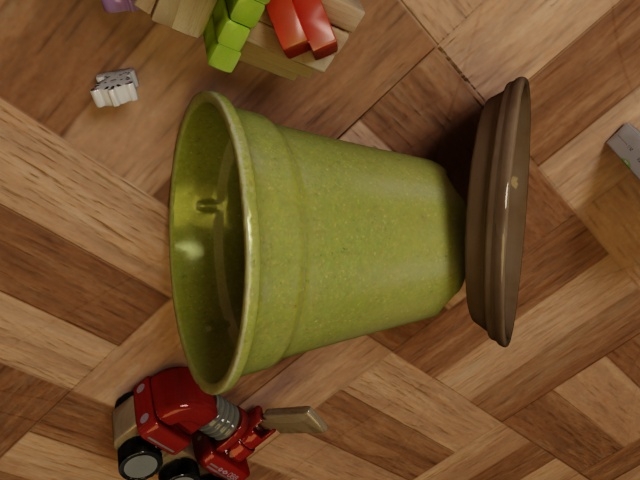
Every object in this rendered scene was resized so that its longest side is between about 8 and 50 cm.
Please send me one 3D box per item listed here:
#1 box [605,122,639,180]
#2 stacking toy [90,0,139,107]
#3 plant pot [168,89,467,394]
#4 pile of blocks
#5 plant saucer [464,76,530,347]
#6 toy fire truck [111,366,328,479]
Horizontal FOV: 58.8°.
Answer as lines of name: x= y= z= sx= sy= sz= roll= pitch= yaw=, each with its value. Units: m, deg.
box: x=0.435 y=-0.049 z=0.665 sx=0.145 sy=0.186 sz=0.038 roll=21 pitch=127 yaw=-26
stacking toy: x=-0.125 y=-0.221 z=0.496 sx=0.221 sy=0.052 sz=0.166 roll=-13 pitch=129 yaw=-3
plant pot: x=0.000 y=0.000 z=0.581 sx=0.254 sy=0.276 sz=0.276 roll=-1 pitch=128 yaw=-26
pile of blocks: x=-0.100 y=-0.212 z=0.378 sx=0.149 sy=0.112 sz=0.362 roll=-32 pitch=139 yaw=19
plant saucer: x=0.191 y=-0.028 z=0.600 sx=0.041 sy=0.277 sz=0.277 roll=4 pitch=133 yaw=23
toy fire truck: x=-0.138 y=0.263 z=0.814 sx=0.246 sy=0.158 sz=0.217 roll=-39 pitch=125 yaw=2
